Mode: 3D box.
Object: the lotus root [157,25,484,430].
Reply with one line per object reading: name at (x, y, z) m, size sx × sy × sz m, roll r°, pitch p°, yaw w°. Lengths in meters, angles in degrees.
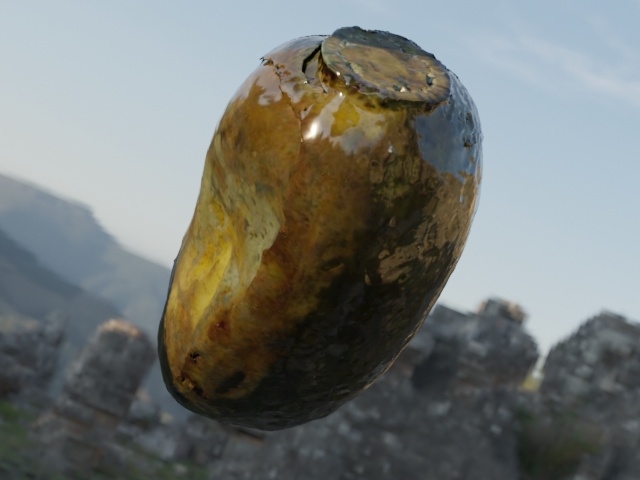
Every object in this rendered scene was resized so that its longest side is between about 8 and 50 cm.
lotus root at (0.000, 0.000, 0.862) m, size 0.152 × 0.160 × 0.275 m, roll 13°, pitch -44°, yaw -12°
